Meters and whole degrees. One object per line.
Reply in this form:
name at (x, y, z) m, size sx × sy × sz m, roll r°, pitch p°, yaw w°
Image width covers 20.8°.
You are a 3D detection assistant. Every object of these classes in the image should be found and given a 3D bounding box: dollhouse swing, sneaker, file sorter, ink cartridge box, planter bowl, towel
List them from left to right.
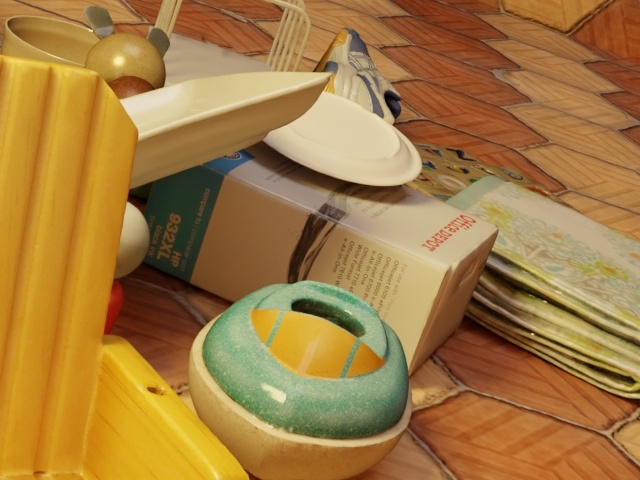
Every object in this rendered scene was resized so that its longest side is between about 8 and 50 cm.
dollhouse swing at (-0.210, 0.072, 1.077) m, size 0.347 × 0.305 × 0.315 m, roll 6°, pitch 23°, yaw -39°
planter bowl at (-0.294, -0.176, 1.983) m, size 0.162 × 0.109 × 0.162 m, roll 18°, pitch 18°, yaw -6°
file sorter at (-0.125, -0.293, 2.389) m, size 0.193 × 0.173 × 0.278 m, roll 16°, pitch 19°, yaw -11°
ink cartridge box at (0.000, 0.000, 1.764) m, size 0.307 × 0.129 × 0.223 m, roll 24°, pitch 17°, yaw 12°
sneaker at (0.048, -0.206, 2.462) m, size 0.131 × 0.112 × 0.296 m, roll 28°, pitch 24°, yaw -8°
towel at (0.280, 0.046, 2.000) m, size 0.320 × 0.090 × 0.374 m, roll 29°, pitch 20°, yaw 13°

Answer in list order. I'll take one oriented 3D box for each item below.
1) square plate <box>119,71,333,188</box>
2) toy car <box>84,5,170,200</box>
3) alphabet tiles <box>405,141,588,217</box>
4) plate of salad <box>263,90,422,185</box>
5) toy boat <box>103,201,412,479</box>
square plate at (-0.202, -0.081, 1.577) m, size 0.347 × 0.049 × 0.344 m, roll -21°, pitch 12°, yaw -22°
toy car at (-0.218, -0.164, 1.867) m, size 0.155 × 0.149 × 0.188 m, roll 19°, pitch 54°, yaw -27°
alphabet tiles at (0.234, -0.058, 2.359) m, size 0.285 × 0.011 × 0.342 m, roll 4°, pitch 24°, yaw -40°
plate of salad at (0.008, -0.102, 1.781) m, size 0.200 × 0.048 × 0.200 m, roll 17°, pitch 27°, yaw -9°
toy boat at (-0.069, 0.079, 1.444) m, size 0.318 × 0.148 × 0.267 m, roll 20°, pitch 19°, yaw -1°
